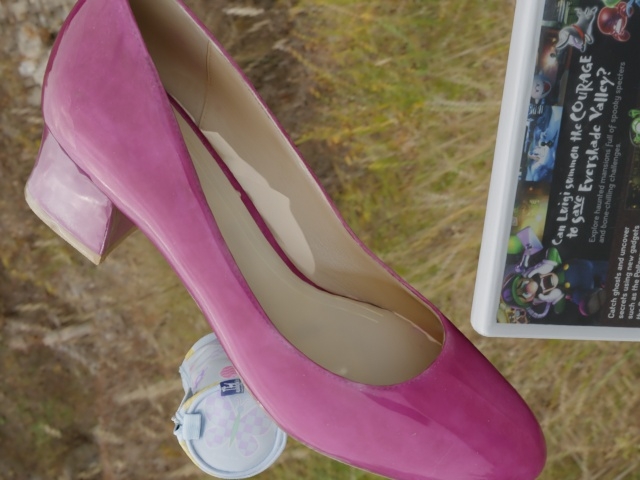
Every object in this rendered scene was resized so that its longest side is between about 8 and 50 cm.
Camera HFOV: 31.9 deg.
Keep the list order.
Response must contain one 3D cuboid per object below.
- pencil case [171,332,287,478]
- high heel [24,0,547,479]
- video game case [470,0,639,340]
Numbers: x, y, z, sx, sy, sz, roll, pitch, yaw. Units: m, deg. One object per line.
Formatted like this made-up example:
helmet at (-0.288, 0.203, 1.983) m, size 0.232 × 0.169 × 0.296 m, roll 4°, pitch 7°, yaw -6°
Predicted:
pencil case at (-0.106, 0.185, 1.313) m, size 0.273 × 0.124 × 0.113 m, roll -121°, pitch 21°, yaw -80°
high heel at (0.000, 0.000, 0.423) m, size 0.244 × 0.082 × 0.117 m, roll 37°, pitch 133°, yaw 6°
video game case at (0.170, -0.042, 0.565) m, size 0.022 × 0.173 × 0.190 m, roll -138°, pitch 53°, yaw -70°
